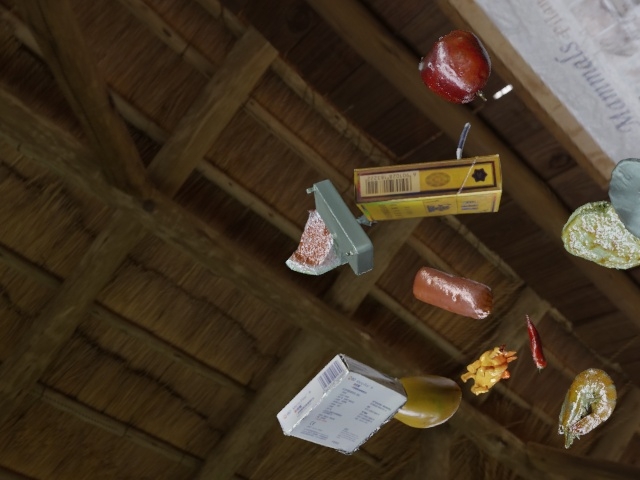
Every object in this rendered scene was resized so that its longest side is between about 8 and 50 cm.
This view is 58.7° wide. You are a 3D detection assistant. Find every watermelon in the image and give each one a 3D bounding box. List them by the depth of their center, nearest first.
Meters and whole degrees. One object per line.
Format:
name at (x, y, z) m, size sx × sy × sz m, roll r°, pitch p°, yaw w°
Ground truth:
watermelon at (0.009, 0.005, 1.356) m, size 0.098 × 0.158 × 0.121 m, roll 30°, pitch -160°, yaw 25°

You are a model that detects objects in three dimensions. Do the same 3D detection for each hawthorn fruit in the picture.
hawthorn fruit at (0.307, -0.372, 1.250) m, size 0.172 × 0.148 × 0.148 m, roll 48°, pitch -142°, yaw 11°

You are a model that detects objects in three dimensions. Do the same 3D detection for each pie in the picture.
pie at (0.769, -0.021, 1.478) m, size 0.248 × 0.201 × 0.089 m, roll 20°, pitch -134°, yaw 0°

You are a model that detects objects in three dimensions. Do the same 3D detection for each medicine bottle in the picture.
medicine bottle at (0.047, 0.304, 1.036) m, size 0.201 × 0.171 × 0.052 m, roll 34°, pitch -167°, yaw -42°

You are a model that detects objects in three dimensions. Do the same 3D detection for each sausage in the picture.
sausage at (0.413, 0.163, 1.745) m, size 0.114 × 0.259 × 0.113 m, roll -18°, pitch -65°, yaw -42°

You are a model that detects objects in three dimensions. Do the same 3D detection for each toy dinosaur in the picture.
toy dinosaur at (0.425, 0.305, 1.395) m, size 0.117 × 0.288 × 0.070 m, roll -21°, pitch -124°, yaw -18°

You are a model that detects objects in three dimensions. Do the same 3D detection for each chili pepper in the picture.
chili pepper at (0.642, 0.305, 1.695) m, size 0.045 × 0.027 × 0.178 m, roll 19°, pitch -126°, yaw -37°

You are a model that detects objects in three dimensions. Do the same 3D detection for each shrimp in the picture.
shrimp at (0.655, 0.421, 1.409) m, size 0.051 × 0.115 × 0.217 m, roll 21°, pitch -84°, yaw -28°

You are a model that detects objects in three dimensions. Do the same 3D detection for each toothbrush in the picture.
toothbrush at (0.379, -0.254, 1.544) m, size 0.026 × 0.024 × 0.288 m, roll 18°, pitch -140°, yaw 10°

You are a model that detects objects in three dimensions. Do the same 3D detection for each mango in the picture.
mango at (0.235, 0.386, 1.364) m, size 0.254 × 0.138 × 0.113 m, roll 11°, pitch -143°, yaw -38°

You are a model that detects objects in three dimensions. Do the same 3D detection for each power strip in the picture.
power strip at (0.043, -0.010, 1.201) m, size 0.061 × 0.145 × 0.215 m, roll -21°, pitch -130°, yaw -10°

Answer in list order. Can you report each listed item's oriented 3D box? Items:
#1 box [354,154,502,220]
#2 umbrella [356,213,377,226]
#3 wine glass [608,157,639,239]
box at (0.240, -0.110, 1.260) m, size 0.193 × 0.302 × 0.083 m, roll 32°, pitch -125°, yaw -73°
umbrella at (0.096, -0.042, 1.512) m, size 0.044 × 0.269 × 0.044 m, roll 42°, pitch -133°, yaw -25°
wine glass at (0.826, -0.160, 1.159) m, size 0.406 × 0.267 × 0.267 m, roll -25°, pitch -97°, yaw -7°
